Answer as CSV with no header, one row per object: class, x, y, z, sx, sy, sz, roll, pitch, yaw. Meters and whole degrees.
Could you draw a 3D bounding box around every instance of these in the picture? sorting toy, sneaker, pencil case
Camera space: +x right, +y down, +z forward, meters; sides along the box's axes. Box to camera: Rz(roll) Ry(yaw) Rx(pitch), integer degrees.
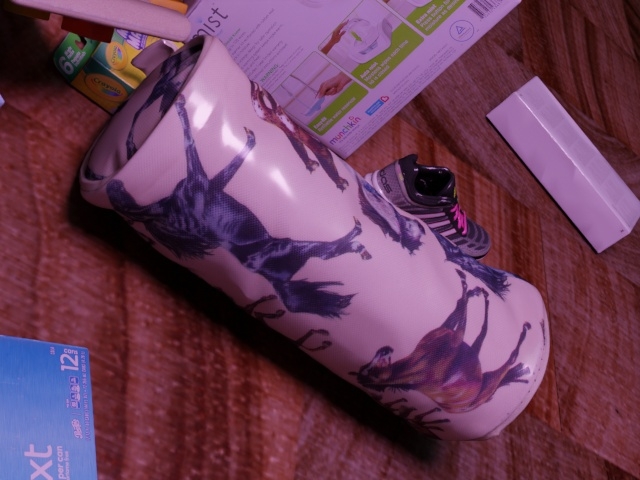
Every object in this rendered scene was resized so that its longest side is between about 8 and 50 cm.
sorting toy,-0.220,-0.185,0.733,0.196,0.047,0.348,28,16,30
sneaker,0.129,-0.035,1.062,0.170,0.075,0.063,33,40,-22
pencil case,0.000,0.000,0.827,0.410,0.160,0.183,37,27,-18

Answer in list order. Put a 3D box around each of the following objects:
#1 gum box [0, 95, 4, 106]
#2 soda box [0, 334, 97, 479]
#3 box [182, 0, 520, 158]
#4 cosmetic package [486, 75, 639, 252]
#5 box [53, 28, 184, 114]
gum box,-0.320,-0.157,0.666,0.157,0.041,0.184,56,17,16
soda box,-0.175,0.164,0.578,0.071,0.067,0.210,15,48,-37
box,0.024,-0.247,0.981,0.231,0.262,0.126,34,39,-20
cosmetic package,0.333,-0.104,1.347,0.239,0.060,0.099,51,34,2
box,-0.145,-0.140,0.895,0.179,0.043,0.105,34,39,-18
